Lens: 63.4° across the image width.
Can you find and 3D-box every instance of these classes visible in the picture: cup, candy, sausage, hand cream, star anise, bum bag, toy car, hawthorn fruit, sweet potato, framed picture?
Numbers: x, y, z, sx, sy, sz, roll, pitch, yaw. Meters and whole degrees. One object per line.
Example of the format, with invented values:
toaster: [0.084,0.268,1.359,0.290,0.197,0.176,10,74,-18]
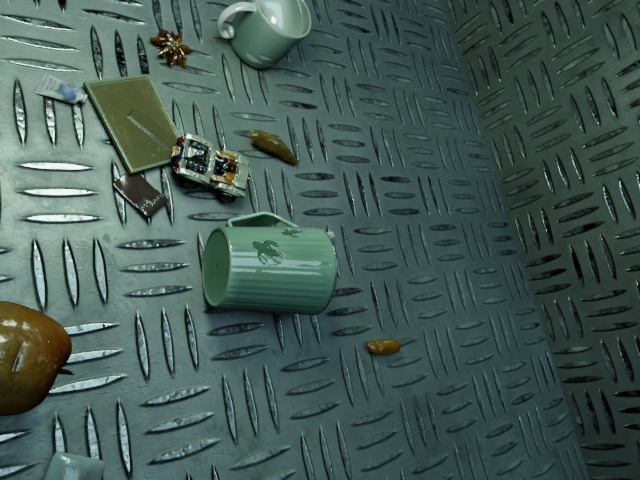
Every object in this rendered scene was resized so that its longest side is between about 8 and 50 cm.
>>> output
cup: [-0.190,0.084,1.779,0.392,0.401,0.310,5,103,-31]
candy: [-0.638,0.638,1.313,0.138,0.071,0.174,27,58,-27]
sausage: [0.257,0.435,2.105,0.183,0.054,0.062,3,39,-35]
hand cream: [-0.811,-0.472,1.634,0.142,0.053,0.084,20,62,-20]
star anise: [-0.548,-0.718,1.925,0.168,0.057,0.168,14,65,-32]
bum bag: [-0.588,-0.156,1.693,0.159,0.026,0.109,46,49,-13]
toy car: [-0.384,-0.255,1.824,0.301,0.118,0.193,22,67,-40]
hawthorn fruit: [-0.742,0.286,1.250,0.301,0.268,0.268,20,61,-41]
cup: [-0.253,-0.849,2.064,0.357,0.274,0.259,-12,80,-39]
sweet potato: [-0.184,-0.377,2.071,0.244,0.077,0.077,23,60,-37]
framed picture: [-0.616,-0.404,1.764,0.247,0.022,0.335,-28,91,-45]

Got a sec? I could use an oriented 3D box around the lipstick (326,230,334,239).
lipstick: [0.000,0.000,2.083,0.131,0.038,0.038,-27,91,-41]
